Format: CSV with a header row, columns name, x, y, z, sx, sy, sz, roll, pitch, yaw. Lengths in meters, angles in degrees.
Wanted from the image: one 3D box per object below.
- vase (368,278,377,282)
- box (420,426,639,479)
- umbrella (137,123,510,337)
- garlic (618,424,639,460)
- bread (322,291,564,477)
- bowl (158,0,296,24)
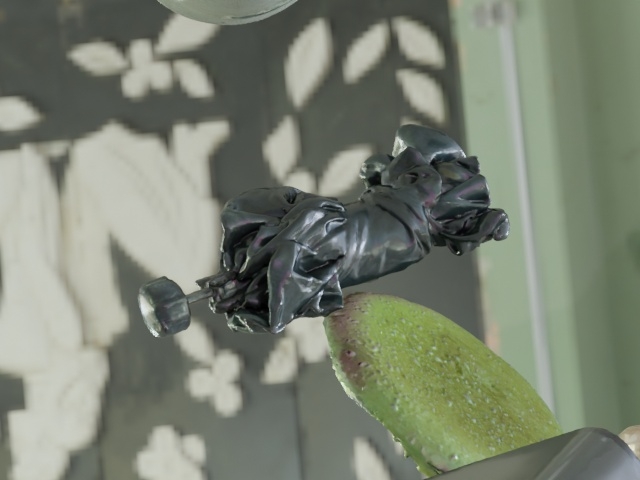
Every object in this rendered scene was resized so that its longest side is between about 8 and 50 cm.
name,x,y,z,sx,sy,sz,roll,pitch,yaw
vase,0.003,0.002,1.875,0.059,0.059,0.167,-6,166,35
box,0.089,0.197,0.971,0.135,0.163,0.243,-42,-173,-36
umbrella,0.001,-0.001,1.673,0.349,0.094,0.143,-19,-143,-23
garlic,0.315,0.216,1.559,0.124,0.174,0.099,-21,-167,15
bread,0.125,0.149,1.766,0.045,0.301,0.301,-53,158,20
bowl,-0.087,-0.400,2.343,0.313,0.313,0.146,-5,-157,-17
